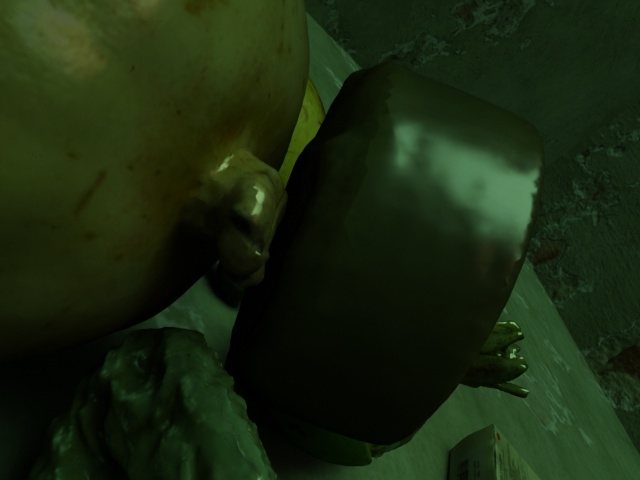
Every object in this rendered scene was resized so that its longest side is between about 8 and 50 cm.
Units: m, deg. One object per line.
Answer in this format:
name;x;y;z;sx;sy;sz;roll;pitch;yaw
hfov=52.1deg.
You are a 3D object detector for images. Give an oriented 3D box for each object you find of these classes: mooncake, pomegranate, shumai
mooncake;0.035;0.005;0.520;0.155;0.284;0.284;24;27;-9
pomegranate;0.073;0.129;0.734;0.236;0.301;0.236;-13;90;-80
pomegranate;-0.100;0.037;0.835;0.073;0.073;0.084;39;7;-30
pomegranate;-0.185;-0.100;0.448;0.411;0.411;0.411;42;23;-23
shumai;-0.132;0.188;0.427;0.261;0.221;0.225;114;-48;-78

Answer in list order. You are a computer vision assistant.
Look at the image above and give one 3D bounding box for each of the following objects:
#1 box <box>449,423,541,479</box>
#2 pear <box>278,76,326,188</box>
box;0.271;0.405;0.964;0.168;0.095;0.212;52;20;-5
pear;-0.121;-0.125;0.775;0.280;0.280;0.281;42;23;-23
